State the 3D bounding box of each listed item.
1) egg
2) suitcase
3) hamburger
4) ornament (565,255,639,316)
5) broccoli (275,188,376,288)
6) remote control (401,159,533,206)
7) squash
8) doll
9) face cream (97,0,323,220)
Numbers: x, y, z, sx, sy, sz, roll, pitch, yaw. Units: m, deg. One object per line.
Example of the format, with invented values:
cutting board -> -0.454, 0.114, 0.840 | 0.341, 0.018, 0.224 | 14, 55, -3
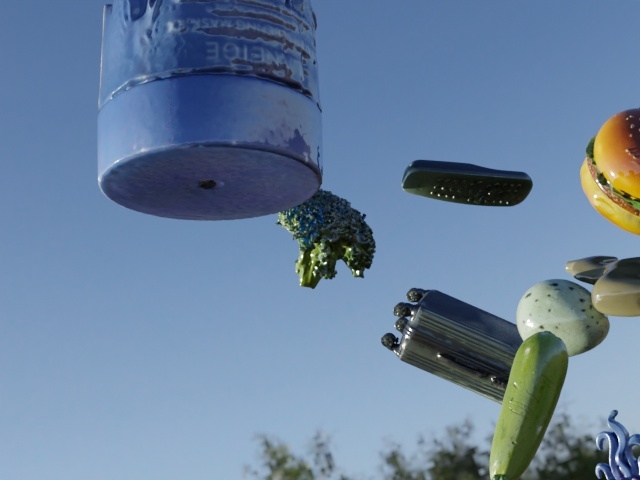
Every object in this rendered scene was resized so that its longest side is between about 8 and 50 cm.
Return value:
egg -> 0.392, 0.130, 2.076 | 0.131, 0.131, 0.164 | -10, 20, -34
suitcase -> 0.288, 0.204, 2.508 | 0.128, 0.312, 0.202 | -68, -10, 13
hamburger -> 0.590, -0.131, 2.278 | 0.246, 0.246, 0.170 | -12, -40, -27
ornament -> 0.491, 0.063, 2.043 | 0.245, 0.061, 0.230 | 0, 15, 25
broccoli -> 0.000, 0.000, 2.011 | 0.167, 0.154, 0.160 | 18, -54, -8
remote control -> 0.235, -0.092, 2.071 | 0.222, 0.042, 0.072 | 6, -41, -19
squash -> 0.249, 0.204, 1.560 | 0.066, 0.201, 0.066 | 21, -12, 5
doll -> 0.518, 0.389, 2.181 | 0.110, 0.206, 0.067 | -22, -11, 26
face cream -> -0.123, -0.162, 1.430 | 0.249, 0.225, 0.249 | -4, -17, -1
